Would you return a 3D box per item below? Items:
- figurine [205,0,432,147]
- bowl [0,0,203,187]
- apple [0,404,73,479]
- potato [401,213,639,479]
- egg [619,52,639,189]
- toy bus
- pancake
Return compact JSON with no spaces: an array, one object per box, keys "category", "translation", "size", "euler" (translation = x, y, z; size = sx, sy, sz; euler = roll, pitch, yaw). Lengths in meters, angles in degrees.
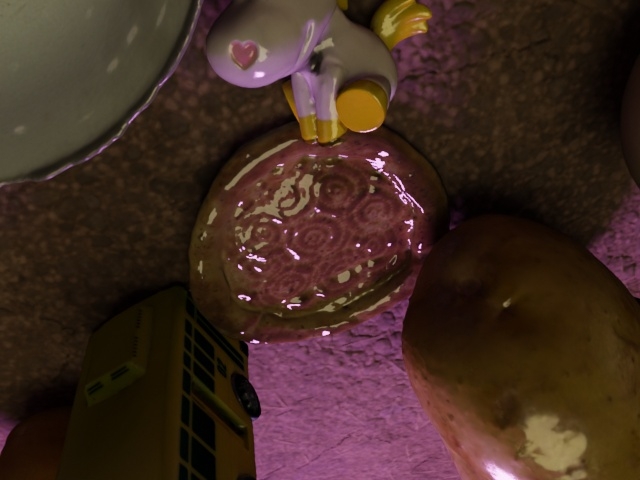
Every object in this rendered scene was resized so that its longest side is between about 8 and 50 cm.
[{"category":"figurine","translation":[-0.014,-0.151,0.460],"size":[0.178,0.109,0.130],"euler":[32,89,-32]},{"category":"bowl","translation":[-0.217,-0.185,0.335],"size":[0.313,0.146,0.313],"euler":[-7,128,-8]},{"category":"apple","translation":[-0.252,0.251,0.664],"size":[0.155,0.182,0.182],"euler":[23,123,-1]},{"category":"potato","translation":[0.176,0.099,0.590],"size":[0.242,0.285,0.242],"euler":[18,149,11]},{"category":"egg","translation":[0.343,-0.121,0.494],"size":[0.188,0.188,0.254],"euler":[23,114,-28]},{"category":"toy bus","translation":[-0.134,0.163,0.569],"size":[0.128,0.262,0.150],"euler":[-31,122,9]},{"category":"pancake","translation":[0.000,0.000,0.603],"size":[0.250,0.031,0.250],"euler":[-10,127,-14]}]
